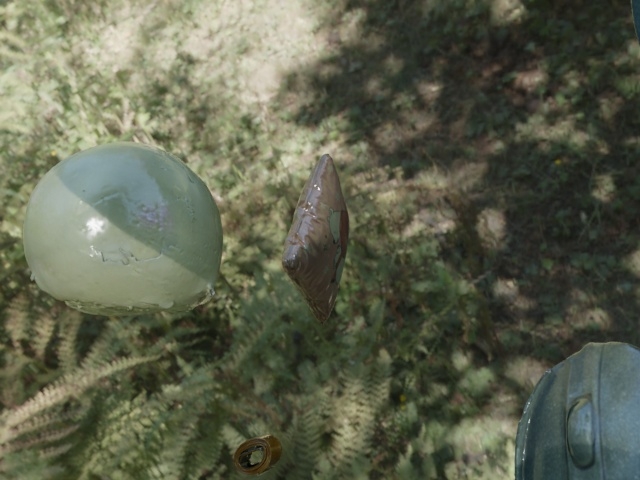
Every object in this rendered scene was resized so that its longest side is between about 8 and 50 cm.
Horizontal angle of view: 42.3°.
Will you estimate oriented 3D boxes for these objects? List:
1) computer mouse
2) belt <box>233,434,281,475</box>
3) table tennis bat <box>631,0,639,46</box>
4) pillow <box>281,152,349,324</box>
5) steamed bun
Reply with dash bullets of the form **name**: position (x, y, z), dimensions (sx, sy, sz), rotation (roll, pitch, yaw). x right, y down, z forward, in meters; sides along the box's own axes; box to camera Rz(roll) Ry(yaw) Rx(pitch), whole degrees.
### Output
- **computer mouse**: position (0.281, 0.274, 0.712), dimensions (0.114, 0.203, 0.373), rotation (-11, 74, -35)
- **belt**: position (-0.103, 0.353, 1.354), dimensions (0.083, 0.036, 0.059), rotation (-32, 73, 29)
- **table tennis bat**: position (0.349, -0.194, 0.734), dimensions (0.044, 0.328, 0.215), rotation (-12, 31, -22)
- **pillow**: position (0.000, 0.000, 1.454), dimensions (0.084, 0.223, 0.236), rotation (7, 64, 17)
- **steamed bun**: position (-0.121, -0.009, 0.533), dimensions (0.091, 0.130, 0.112), rotation (153, 124, -63)
